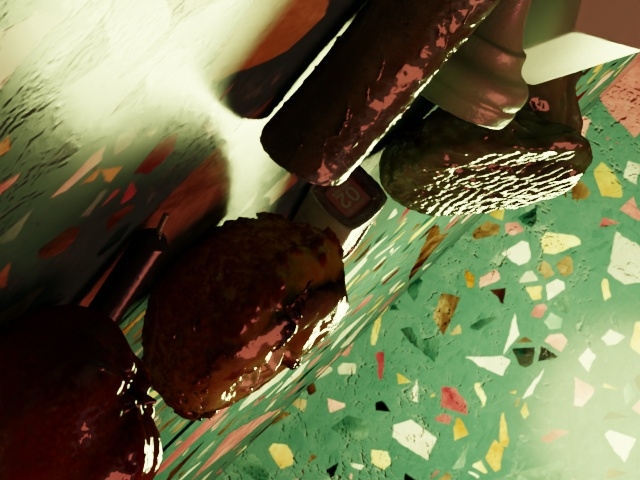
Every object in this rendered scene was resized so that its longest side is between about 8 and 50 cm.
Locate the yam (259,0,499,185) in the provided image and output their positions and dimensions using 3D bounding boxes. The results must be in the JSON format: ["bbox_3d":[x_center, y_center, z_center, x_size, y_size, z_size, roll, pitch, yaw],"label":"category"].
[{"bbox_3d":[0.057,-0.161,1.407,0.259,0.093,0.093,-49,170,26],"label":"yam"}]

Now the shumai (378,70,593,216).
[{"bbox_3d":[0.198,-0.153,2.038,0.272,0.203,0.222,-5,157,-13],"label":"shumai"}]

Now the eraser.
[{"bbox_3d":[0.246,-0.221,1.668,0.298,0.076,0.078,176,-71,-77],"label":"eraser"}]

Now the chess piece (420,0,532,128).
[{"bbox_3d":[0.187,-0.251,1.542,0.271,0.139,0.139,-60,166,19],"label":"chess piece"}]

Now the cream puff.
[{"bbox_3d":[-0.080,0.068,1.639,0.240,0.164,0.240,-28,163,-9],"label":"cream puff"}]

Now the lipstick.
[{"bbox_3d":[0.000,0.000,1.937,0.079,0.077,0.253,-40,171,-29],"label":"lipstick"}]

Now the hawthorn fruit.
[{"bbox_3d":[-0.234,0.157,1.337,0.202,0.185,0.185,-26,176,15],"label":"hawthorn fruit"}]

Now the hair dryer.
[{"bbox_3d":[-0.190,0.062,1.460,0.219,0.071,0.124,-56,169,20],"label":"hair dryer"}]
